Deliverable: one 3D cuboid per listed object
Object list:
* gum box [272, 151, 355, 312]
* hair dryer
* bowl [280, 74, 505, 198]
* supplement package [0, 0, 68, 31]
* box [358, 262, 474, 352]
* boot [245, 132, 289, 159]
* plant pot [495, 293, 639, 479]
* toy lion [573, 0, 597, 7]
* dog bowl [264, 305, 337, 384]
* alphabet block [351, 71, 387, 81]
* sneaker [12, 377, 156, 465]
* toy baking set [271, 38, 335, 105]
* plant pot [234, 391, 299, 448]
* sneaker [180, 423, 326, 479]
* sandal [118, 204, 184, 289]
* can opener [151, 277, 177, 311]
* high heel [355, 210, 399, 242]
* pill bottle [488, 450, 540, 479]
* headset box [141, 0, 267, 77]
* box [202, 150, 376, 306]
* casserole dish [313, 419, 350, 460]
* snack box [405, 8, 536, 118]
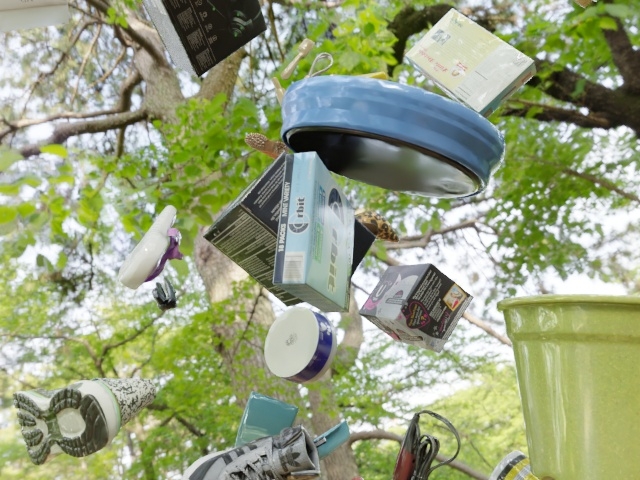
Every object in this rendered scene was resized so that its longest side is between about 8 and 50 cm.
[{"bbox_3d":[0.000,0.000,0.620,0.041,0.156,0.184,-2,-19,18],"label":"gum box"},{"bbox_3d":[0.136,0.406,0.772,0.080,0.223,0.293,19,-36,-25],"label":"hair dryer"},{"bbox_3d":[0.114,-0.162,0.854,0.391,0.391,0.077,21,-96,-50],"label":"bowl"},{"bbox_3d":[-0.584,-0.543,0.919,0.139,0.243,0.134,-20,14,-24],"label":"supplement package"},{"bbox_3d":[0.221,0.160,1.195,0.163,0.142,0.247,-54,8,-13],"label":"box"},{"bbox_3d":[-0.191,-0.324,1.717,0.158,0.059,0.084,21,-14,-4],"label":"boot"},{"bbox_3d":[0.403,0.224,0.714,0.276,0.253,0.276,5,-14,1],"label":"plant pot"},{"bbox_3d":[0.148,-0.192,0.313,0.034,0.100,0.096,-46,4,39],"label":"toy lion"},{"bbox_3d":[-0.074,0.375,1.757,0.265,0.264,0.104,-38,-46,20],"label":"dog bowl"},{"bbox_3d":[0.089,-0.404,1.523,0.193,0.197,0.193,-29,-64,-30],"label":"alphabet block"},{"bbox_3d":[-0.487,0.355,1.012,0.411,0.157,0.182,-15,-3,36],"label":"sneaker"},{"bbox_3d":[-0.029,-0.414,1.315,0.197,0.256,0.030,-28,-10,-10],"label":"toy baking set"},{"bbox_3d":[-0.190,0.644,1.556,0.166,0.234,0.165,18,-41,5],"label":"plant pot"},{"bbox_3d":[-0.096,0.362,0.773,0.153,0.101,0.269,-30,-16,25],"label":"sneaker"},{"bbox_3d":[-0.379,0.032,1.140,0.102,0.416,0.169,38,-83,-18],"label":"sandal"},{"bbox_3d":[-0.441,0.146,1.389,0.059,0.186,0.073,-22,-69,-11],"label":"can opener"},{"bbox_3d":[0.104,-0.014,1.451,0.261,0.186,0.093,29,-39,-4],"label":"high heel"},{"bbox_3d":[0.460,0.547,0.995,0.119,0.209,0.119,-18,-58,-30],"label":"pill bottle"},{"bbox_3d":[-0.300,-0.629,1.301,0.283,0.131,0.246,-43,-35,-17],"label":"headset box"},{"bbox_3d":[-0.082,-0.010,1.166,0.182,0.294,0.296,-54,15,-28],"label":"box"},{"bbox_3d":[-0.003,0.425,0.995,0.114,0.037,0.188,-21,-21,-38],"label":"casserole dish"},{"bbox_3d":[0.407,-0.494,1.359,0.187,0.322,0.060,-43,-32,10],"label":"snack box"}]
